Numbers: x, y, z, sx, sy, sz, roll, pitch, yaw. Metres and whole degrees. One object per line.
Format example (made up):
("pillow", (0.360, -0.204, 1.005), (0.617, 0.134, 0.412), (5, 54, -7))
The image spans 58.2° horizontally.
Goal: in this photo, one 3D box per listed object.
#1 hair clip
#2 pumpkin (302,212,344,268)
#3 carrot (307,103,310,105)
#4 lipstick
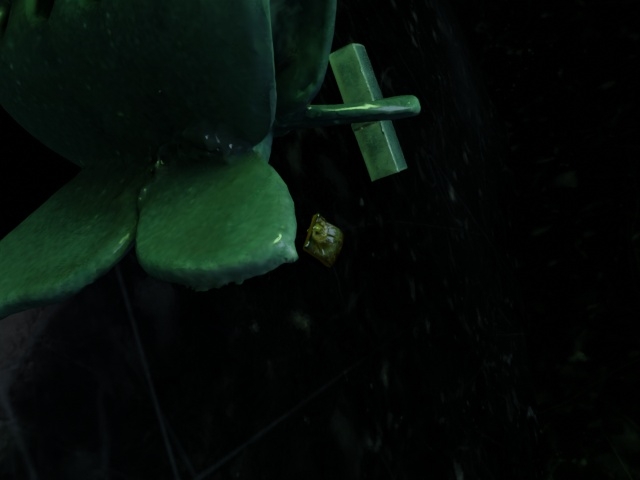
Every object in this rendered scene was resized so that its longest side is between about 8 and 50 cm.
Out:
("hair clip", (-0.126, -0.132, 0.443), (0.392, 0.318, 0.238), (-47, 126, -44))
("pumpkin", (0.000, 0.002, 0.965), (0.101, 0.035, 0.073), (42, 53, -48))
("carrot", (-0.076, -0.262, 0.927), (0.263, 0.102, 0.102), (16, 61, -63))
("lipstick", (0.102, -0.277, 1.236), (0.077, 0.076, 0.290), (-26, 98, -59))
